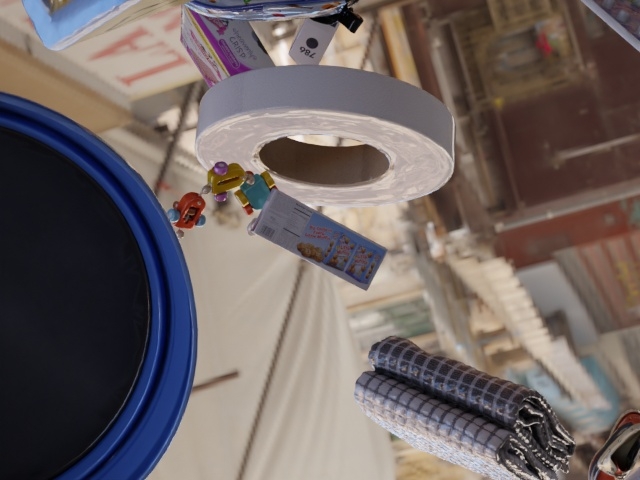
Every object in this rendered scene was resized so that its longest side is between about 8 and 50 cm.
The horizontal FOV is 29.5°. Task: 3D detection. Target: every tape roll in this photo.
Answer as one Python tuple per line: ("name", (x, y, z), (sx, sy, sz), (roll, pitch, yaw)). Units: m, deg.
("tape roll", (0.007, -0.145, 1.804), (0.392, 0.392, 0.072), (43, -131, -63))

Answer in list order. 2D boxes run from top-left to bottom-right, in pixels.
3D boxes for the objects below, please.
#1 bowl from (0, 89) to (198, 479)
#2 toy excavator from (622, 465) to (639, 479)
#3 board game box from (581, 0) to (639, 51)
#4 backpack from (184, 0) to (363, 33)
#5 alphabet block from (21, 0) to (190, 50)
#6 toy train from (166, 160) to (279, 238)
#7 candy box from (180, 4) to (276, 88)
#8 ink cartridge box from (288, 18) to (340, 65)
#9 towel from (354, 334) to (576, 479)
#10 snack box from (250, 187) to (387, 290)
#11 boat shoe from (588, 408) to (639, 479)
("bowl", (-0.293, 0.070, 0.949), (0.077, 0.391, 0.391), (-136, 24, -71))
("toy excavator", (0.292, 0.300, 0.930), (0.433, 0.222, 0.445), (45, -171, -11))
("board game box", (0.521, -0.261, 1.573), (0.390, 0.050, 0.390), (9, -147, -31))
("backpack", (-0.083, -0.394, 1.531), (0.213, 0.263, 0.277), (8, -106, -86))
("alphabet block", (-0.147, -0.293, 1.000), (0.197, 0.192, 0.193), (-31, -78, -40))
("toy train", (-0.138, -0.059, 1.707), (0.166, 0.125, 0.046), (6, -148, -43))
("candy box", (-0.147, -0.288, 1.865), (0.159, 0.071, 0.233), (58, 170, 2))
("ink cartridge box", (0.022, -0.420, 2.086), (0.165, 0.065, 0.333), (-75, 11, -50))
("towel", (0.204, 0.237, 1.643), (0.283, 0.235, 0.121), (41, -110, -56))
("snack box", (0.000, 0.000, 1.584), (0.178, 0.064, 0.022), (28, 178, -21))
("boat shoe", (0.394, 0.288, 1.603), (0.043, 0.049, 0.137), (-98, 26, -64))
